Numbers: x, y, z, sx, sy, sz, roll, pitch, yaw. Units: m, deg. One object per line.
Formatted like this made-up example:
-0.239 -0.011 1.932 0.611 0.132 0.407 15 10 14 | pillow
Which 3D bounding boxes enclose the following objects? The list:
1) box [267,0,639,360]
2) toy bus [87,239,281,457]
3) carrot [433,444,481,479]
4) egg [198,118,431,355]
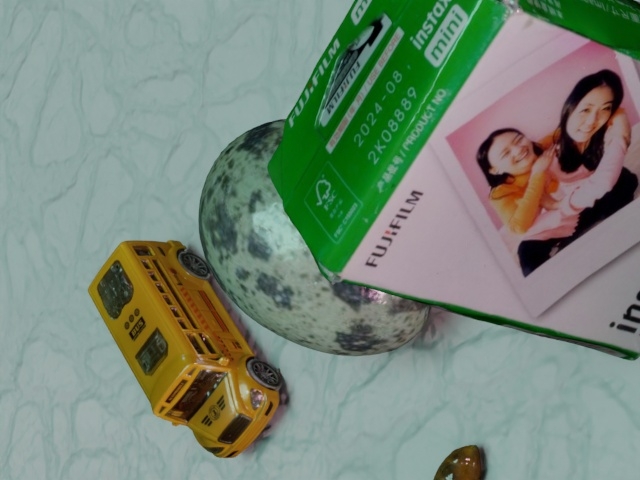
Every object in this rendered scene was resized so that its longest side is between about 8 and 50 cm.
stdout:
0.114 -0.047 0.750 0.180 0.250 0.103 -58 38 24 | box
-0.097 0.075 1.036 0.069 0.074 0.162 -51 55 24 | toy bus
0.072 0.219 0.898 0.047 0.047 0.191 2 81 41 | carrot
0.000 0.000 0.921 0.172 0.132 0.132 44 114 22 | egg
